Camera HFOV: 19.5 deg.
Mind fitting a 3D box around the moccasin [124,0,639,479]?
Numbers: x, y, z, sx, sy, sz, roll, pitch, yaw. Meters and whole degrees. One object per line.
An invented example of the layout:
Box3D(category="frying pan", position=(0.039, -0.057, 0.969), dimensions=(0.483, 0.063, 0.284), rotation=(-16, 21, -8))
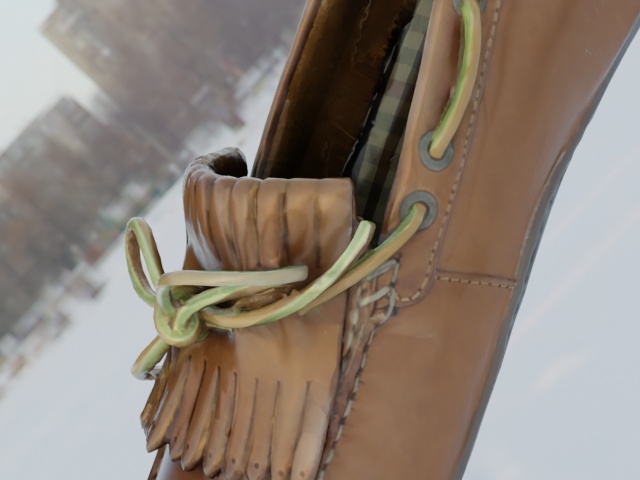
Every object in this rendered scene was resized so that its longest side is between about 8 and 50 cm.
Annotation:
Box3D(category="moccasin", position=(0.001, 0.001, 0.661), dimensions=(0.139, 0.147, 0.380), rotation=(30, 93, 58))
